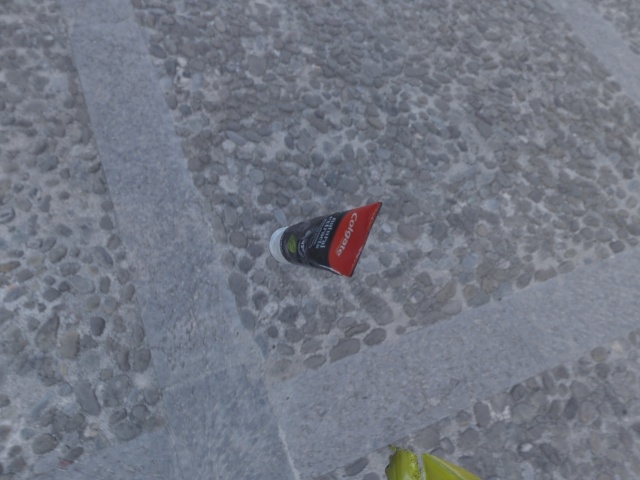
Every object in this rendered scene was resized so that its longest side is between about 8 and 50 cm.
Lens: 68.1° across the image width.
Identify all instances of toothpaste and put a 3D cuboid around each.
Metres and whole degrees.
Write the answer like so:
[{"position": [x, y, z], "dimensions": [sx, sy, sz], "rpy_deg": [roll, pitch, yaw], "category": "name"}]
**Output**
[{"position": [0.000, 0.000, 0.477], "dimensions": [0.045, 0.193, 0.071], "rpy_deg": [29, 78, -20], "category": "toothpaste"}]

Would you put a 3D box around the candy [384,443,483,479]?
[{"position": [0.197, 0.284, 0.395], "dimensions": [0.298, 0.081, 0.187], "rpy_deg": [-4, 91, 26], "category": "candy"}]
